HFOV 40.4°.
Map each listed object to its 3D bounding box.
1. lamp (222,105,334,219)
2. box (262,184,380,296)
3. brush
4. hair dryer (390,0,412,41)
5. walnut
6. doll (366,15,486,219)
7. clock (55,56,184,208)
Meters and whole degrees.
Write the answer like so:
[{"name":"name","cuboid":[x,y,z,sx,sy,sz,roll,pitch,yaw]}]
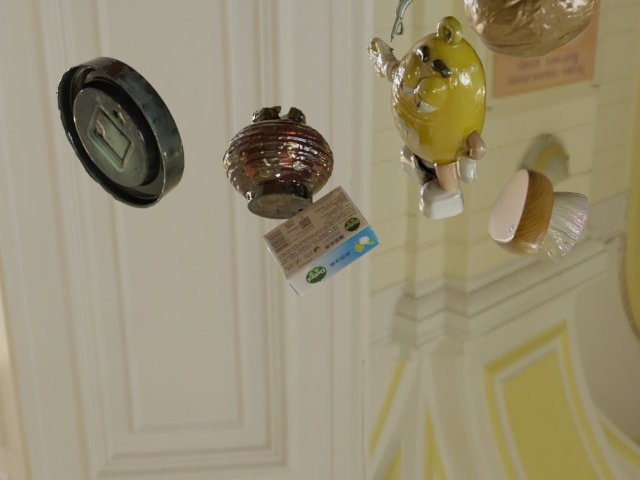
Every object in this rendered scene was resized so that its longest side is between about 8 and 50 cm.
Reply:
[{"name":"lamp","cuboid":[-0.088,-0.171,1.863,0.247,0.246,0.247,0,-162,0]},{"name":"box","cuboid":[0.000,-0.001,1.736,0.194,0.073,0.139,-33,-132,1]},{"name":"brush","cuboid":[0.468,-0.029,1.858,0.166,0.174,0.266,29,-149,-6]},{"name":"hair dryer","cuboid":[0.160,-0.545,1.836,0.167,0.199,0.067,42,-179,-12]},{"name":"walnut","cuboid":[0.510,-0.584,2.103,0.313,0.252,0.277,-26,-158,12]},{"name":"doll","cuboid":[0.214,-0.240,1.709,0.161,0.423,0.348,-28,-153,-18]},{"name":"clock","cuboid":[-0.486,-0.260,2.115,0.386,0.386,0.076,14,-140,38]}]
